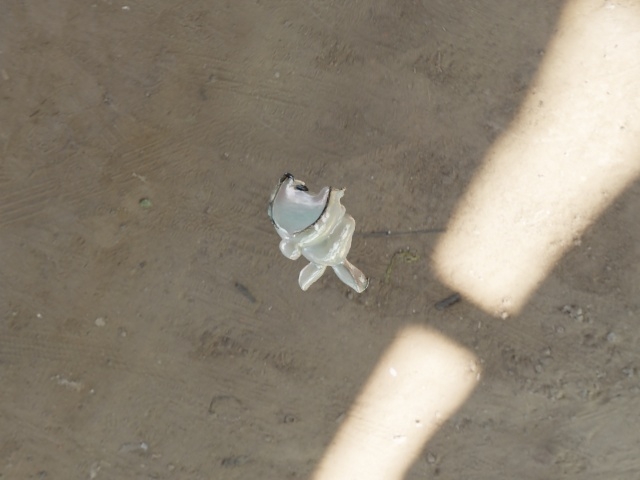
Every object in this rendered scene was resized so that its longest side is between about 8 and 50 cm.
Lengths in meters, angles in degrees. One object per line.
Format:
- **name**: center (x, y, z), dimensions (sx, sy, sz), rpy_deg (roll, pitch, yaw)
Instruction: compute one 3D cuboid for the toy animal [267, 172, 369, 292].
- **toy animal**: center (0.001, -0.006, 0.606), dimensions (0.071, 0.085, 0.124), rpy_deg (-1, 158, 20)
